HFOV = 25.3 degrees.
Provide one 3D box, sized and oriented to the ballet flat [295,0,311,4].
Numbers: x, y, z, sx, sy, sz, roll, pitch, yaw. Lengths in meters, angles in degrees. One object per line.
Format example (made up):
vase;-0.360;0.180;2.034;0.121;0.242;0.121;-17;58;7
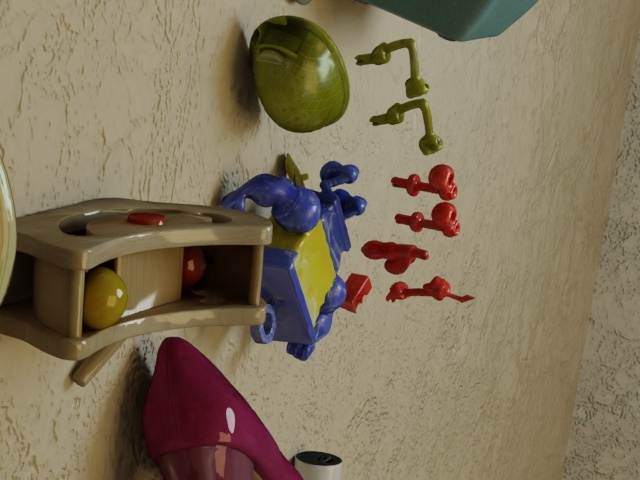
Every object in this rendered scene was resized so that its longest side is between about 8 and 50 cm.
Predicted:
ballet flat;-0.003;-0.315;1.330;0.072;0.068;0.213;-52;145;-49

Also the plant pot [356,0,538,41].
plant pot;0.146;-0.346;1.468;0.247;0.248;0.252;-23;136;-65

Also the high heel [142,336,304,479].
high heel;-0.069;0.203;1.352;0.377;0.127;0.181;62;18;-75

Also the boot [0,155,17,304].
boot;-0.263;0.033;0.842;0.165;0.077;0.213;-12;113;-64

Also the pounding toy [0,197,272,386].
pounding toy;-0.126;0.054;1.073;0.269;0.154;0.155;-21;118;-64

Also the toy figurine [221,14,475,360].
toy figurine;0.000;0.000;1.331;0.217;0.191;0.362;-56;147;-35

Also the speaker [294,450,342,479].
speaker;-0.008;0.306;1.595;0.055;0.055;0.136;-15;113;-66
